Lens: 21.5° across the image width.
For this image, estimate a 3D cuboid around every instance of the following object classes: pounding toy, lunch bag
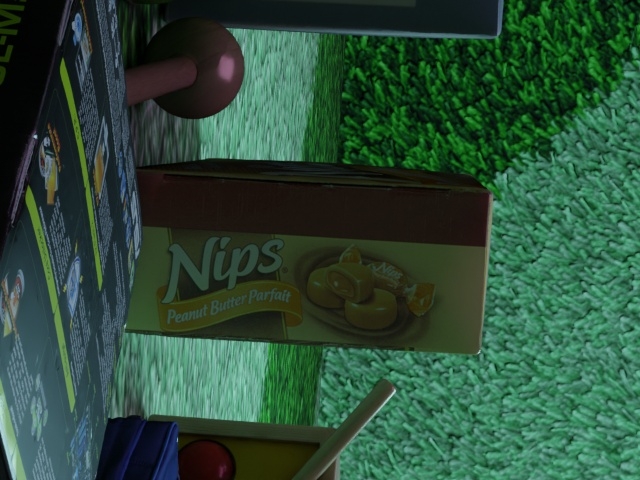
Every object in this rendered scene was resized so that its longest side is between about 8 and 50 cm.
[{"bbox_3d":[-0.032,0.152,0.952,0.100,0.141,0.130,87,7,-60],"label":"pounding toy"},{"bbox_3d":[-0.085,0.112,0.653,0.098,0.065,0.067,-81,173,-63],"label":"lunch bag"},{"bbox_3d":[-0.035,-0.174,0.798,0.183,0.110,0.237,-50,143,-84],"label":"pounding toy"}]

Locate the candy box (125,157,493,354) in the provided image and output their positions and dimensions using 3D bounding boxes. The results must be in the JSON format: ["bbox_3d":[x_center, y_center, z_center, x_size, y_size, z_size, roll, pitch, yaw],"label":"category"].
[{"bbox_3d":[0.000,0.000,0.967,0.316,0.183,0.087,-51,143,-84],"label":"candy box"}]

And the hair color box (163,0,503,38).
[{"bbox_3d":[0.021,-0.190,1.081,0.374,0.185,0.113,-62,155,-82],"label":"hair color box"}]

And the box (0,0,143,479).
[{"bbox_3d":[-0.096,0.012,0.550,0.190,0.045,0.184,91,7,-52],"label":"box"}]
